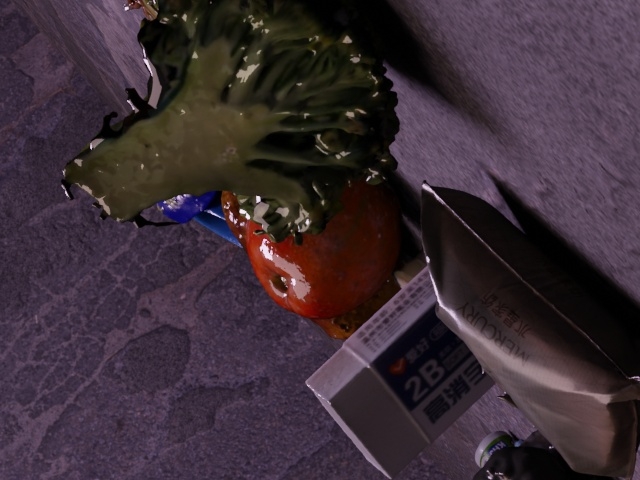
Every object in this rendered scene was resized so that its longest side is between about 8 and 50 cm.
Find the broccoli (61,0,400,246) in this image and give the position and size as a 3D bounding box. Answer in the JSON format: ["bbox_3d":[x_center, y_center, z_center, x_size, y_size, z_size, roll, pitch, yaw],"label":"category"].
[{"bbox_3d":[-0.065,-0.126,1.406,0.242,0.273,0.180,52,-154,-21],"label":"broccoli"}]

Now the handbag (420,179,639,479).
[{"bbox_3d":[0.175,0.079,1.443,0.270,0.117,0.182,44,159,33],"label":"handbag"}]

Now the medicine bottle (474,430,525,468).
[{"bbox_3d":[0.295,0.328,2.376,0.220,0.061,0.092,42,152,40],"label":"medicine bottle"}]

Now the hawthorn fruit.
[{"bbox_3d":[0.004,-0.003,1.825,0.173,0.173,0.173,48,173,7],"label":"hawthorn fruit"}]

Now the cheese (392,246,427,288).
[{"bbox_3d":[0.126,0.044,1.824,0.092,0.047,0.171,38,173,-3],"label":"cheese"}]

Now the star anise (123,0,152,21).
[{"bbox_3d":[-0.204,-0.289,2.094,0.141,0.042,0.141,47,170,11],"label":"star anise"}]

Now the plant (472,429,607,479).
[{"bbox_3d":[0.263,0.317,2.086,0.142,0.164,0.256,49,-170,30],"label":"plant"}]

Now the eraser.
[{"bbox_3d":[0.102,0.107,1.660,0.124,0.210,0.068,53,171,-34],"label":"eraser"}]

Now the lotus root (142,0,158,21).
[{"bbox_3d":[-0.119,-0.215,1.856,0.144,0.070,0.143,50,169,20],"label":"lotus root"}]

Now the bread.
[{"bbox_3d":[0.000,-0.004,2.014,0.247,0.135,0.232,49,170,-16],"label":"bread"}]

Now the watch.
[{"bbox_3d":[-0.092,-0.062,2.267,0.200,0.171,0.196,35,178,-26],"label":"watch"}]
